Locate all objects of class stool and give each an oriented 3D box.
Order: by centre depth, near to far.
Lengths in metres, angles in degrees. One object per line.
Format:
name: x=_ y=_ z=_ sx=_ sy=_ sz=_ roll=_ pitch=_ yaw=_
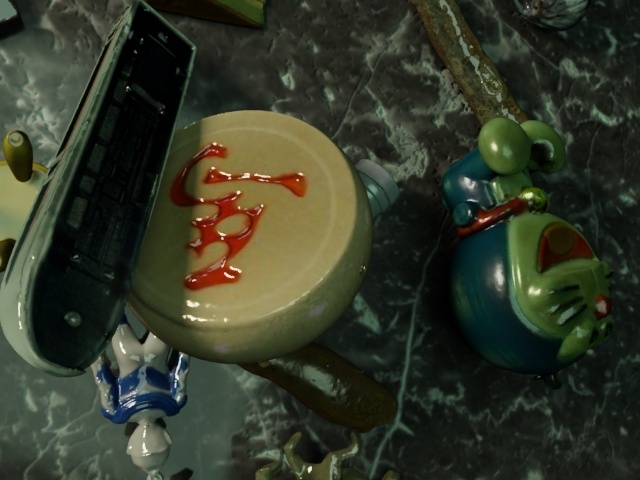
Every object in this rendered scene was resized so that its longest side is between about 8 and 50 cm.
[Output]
stool: x=-0.305 y=-0.033 z=0.617 sx=0.134 sy=0.110 sz=0.135 roll=10 pitch=83 yaw=-18

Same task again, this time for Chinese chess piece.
Chinese chess piece: x=-0.078 y=-0.008 z=0.636 sx=0.273 sy=0.102 sz=0.274 roll=-3 pitch=62 yaw=6

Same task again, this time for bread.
bread: x=-0.139 y=-0.300 z=0.741 sx=0.139 sy=0.084 sz=0.074 roll=8 pitch=83 yaw=-49

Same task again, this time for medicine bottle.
medicine bottle: x=0.000 y=0.000 z=0.731 sx=0.090 sy=0.090 sz=0.217 roll=46 pitch=74 yaw=-11

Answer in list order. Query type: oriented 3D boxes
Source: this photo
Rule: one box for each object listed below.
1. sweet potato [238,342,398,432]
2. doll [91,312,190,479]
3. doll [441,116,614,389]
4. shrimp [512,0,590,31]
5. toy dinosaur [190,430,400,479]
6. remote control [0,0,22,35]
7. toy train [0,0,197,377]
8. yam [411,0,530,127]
sweet potato: x=-0.012 y=0.160 z=0.727 sx=0.243 sy=0.077 sz=0.077 roll=29 pitch=78 yaw=-16
doll: x=-0.194 y=0.151 z=0.677 sx=0.113 sy=0.057 sz=0.228 roll=1 pitch=78 yaw=-25
doll: x=0.243 y=0.023 z=0.769 sx=0.198 sy=0.186 sz=0.322 roll=-1 pitch=74 yaw=-39
shrimp: x=0.234 y=-0.435 z=0.813 sx=0.172 sy=0.137 sz=0.372 roll=-37 pitch=100 yaw=-13
toy dinosaur: x=-0.030 y=0.315 z=0.711 sx=0.294 sy=0.077 sz=0.162 roll=-18 pitch=94 yaw=-20
remote control: x=-0.431 y=-0.203 z=0.629 sx=0.245 sy=0.025 sz=0.063 roll=-29 pitch=101 yaw=-18
toy train: x=-0.200 y=-0.059 z=0.562 sx=0.086 sy=0.088 sz=0.407 roll=37 pitch=41 yaw=-35
yam: x=0.207 y=-0.224 z=0.831 sx=0.061 sy=0.061 sz=0.274 roll=-36 pitch=97 yaw=-17
